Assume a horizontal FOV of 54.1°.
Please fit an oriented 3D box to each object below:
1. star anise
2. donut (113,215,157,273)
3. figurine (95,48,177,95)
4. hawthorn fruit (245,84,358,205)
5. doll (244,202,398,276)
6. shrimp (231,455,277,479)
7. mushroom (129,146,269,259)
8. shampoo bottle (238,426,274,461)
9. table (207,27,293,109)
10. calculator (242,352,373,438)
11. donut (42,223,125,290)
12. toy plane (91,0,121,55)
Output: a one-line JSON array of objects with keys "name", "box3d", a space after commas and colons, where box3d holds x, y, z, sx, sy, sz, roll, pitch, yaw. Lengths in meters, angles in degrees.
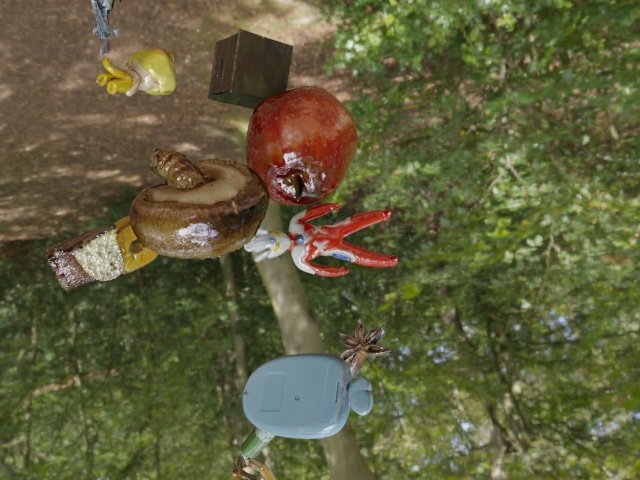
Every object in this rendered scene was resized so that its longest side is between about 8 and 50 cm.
[{"name": "star anise", "box3d": [0.135, 0.340, 2.030, 0.208, 0.171, 0.063, -41, 140, 17]}, {"name": "donut", "box3d": [-0.514, 0.003, 1.717, 0.065, 0.162, 0.178, 25, -152, 30]}, {"name": "figurine", "box3d": [-0.470, -0.438, 1.648, 0.246, 0.156, 0.131, -41, 167, -53]}, {"name": "hawthorn fruit", "box3d": [-0.049, -0.214, 1.551, 0.285, 0.284, 0.368, -11, -142, 11]}, {"name": "doll", "box3d": [0.000, 0.000, 1.565, 0.384, 0.188, 0.099, -5, 165, -13]}, {"name": "shrimp", "box3d": [-0.153, 0.604, 1.566, 0.187, 0.132, 0.052, 33, -162, 30]}, {"name": "mushroom", "box3d": [-0.249, -0.073, 1.280, 0.278, 0.163, 0.297, 36, -138, 21]}, {"name": "shampoo bottle", "box3d": [-0.192, 0.610, 1.897, 0.065, 0.065, 0.204, -15, 148, -48]}, {"name": "table", "box3d": [-0.207, -0.472, 1.758, 0.173, 0.169, 0.193, 8, -178, -32]}, {"name": "calculator", "box3d": [-0.032, 0.335, 1.368, 0.303, 0.188, 0.042, -7, 145, 22]}, {"name": "donut", "box3d": [-0.550, 0.038, 1.479, 0.187, 0.126, 0.144, -21, -164, -11]}, {"name": "toy plane", "box3d": [-0.424, -0.462, 1.219, 0.054, 0.197, 0.078, 7, -148, 3]}]
